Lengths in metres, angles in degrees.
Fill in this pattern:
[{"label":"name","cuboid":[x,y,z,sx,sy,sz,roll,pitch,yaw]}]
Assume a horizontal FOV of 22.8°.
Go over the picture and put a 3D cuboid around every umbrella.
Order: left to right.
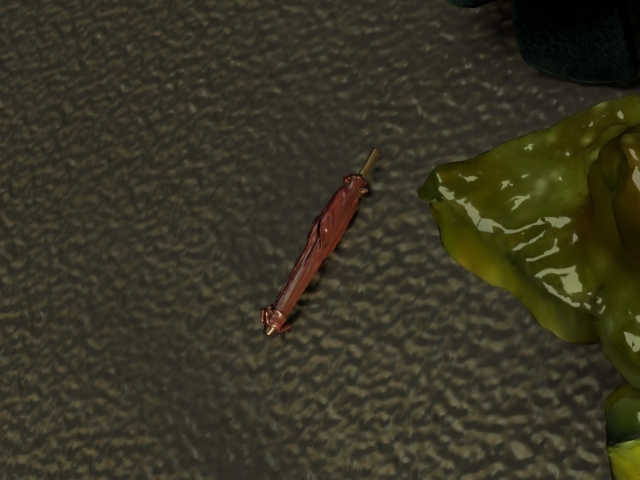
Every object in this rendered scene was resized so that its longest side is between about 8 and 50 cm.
[{"label":"umbrella","cuboid":[0.000,0.000,1.195,0.025,0.027,0.165,28,77,14]}]

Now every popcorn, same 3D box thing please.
[{"label":"popcorn","cuboid":[0.244,0.040,0.850,0.321,0.290,0.326,-19,26,38]}]

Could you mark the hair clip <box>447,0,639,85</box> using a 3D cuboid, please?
[{"label":"hair clip","cuboid":[0.189,-0.240,1.119,0.310,0.194,0.206,8,60,34]}]
